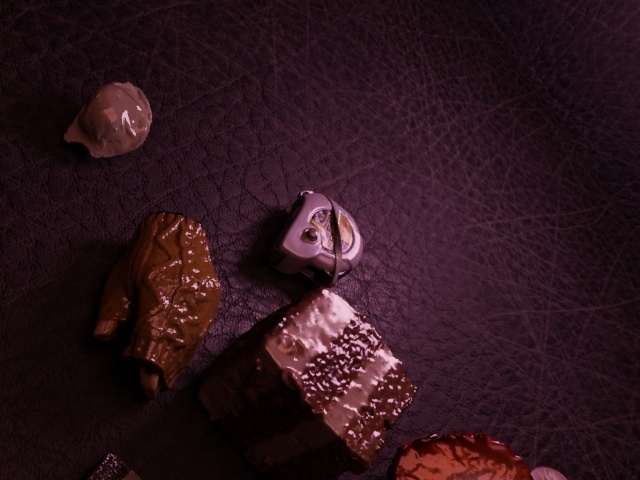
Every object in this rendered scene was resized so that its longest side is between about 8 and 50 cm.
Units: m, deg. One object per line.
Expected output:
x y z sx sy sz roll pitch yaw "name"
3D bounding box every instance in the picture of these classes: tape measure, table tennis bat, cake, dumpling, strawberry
0.000 0.000 1.710 0.197 0.120 0.236 35 47 -11 "tape measure"
0.552 0.649 1.852 0.107 0.119 0.170 3 33 -13 "table tennis bat"
-0.022 0.266 1.394 0.290 0.255 0.282 55 39 -3 "cake"
-0.408 -0.231 1.505 0.136 0.118 0.199 47 62 -4 "dumpling"
0.278 0.523 1.587 0.336 0.149 0.265 27 66 -12 "strawberry"

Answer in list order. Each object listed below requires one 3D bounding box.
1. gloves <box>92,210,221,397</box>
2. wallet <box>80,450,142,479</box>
-0.279 0.102 1.347 0.203 0.155 0.356 22 52 -26 "gloves"
-0.315 0.473 1.122 0.221 0.071 0.262 43 37 -4 "wallet"
